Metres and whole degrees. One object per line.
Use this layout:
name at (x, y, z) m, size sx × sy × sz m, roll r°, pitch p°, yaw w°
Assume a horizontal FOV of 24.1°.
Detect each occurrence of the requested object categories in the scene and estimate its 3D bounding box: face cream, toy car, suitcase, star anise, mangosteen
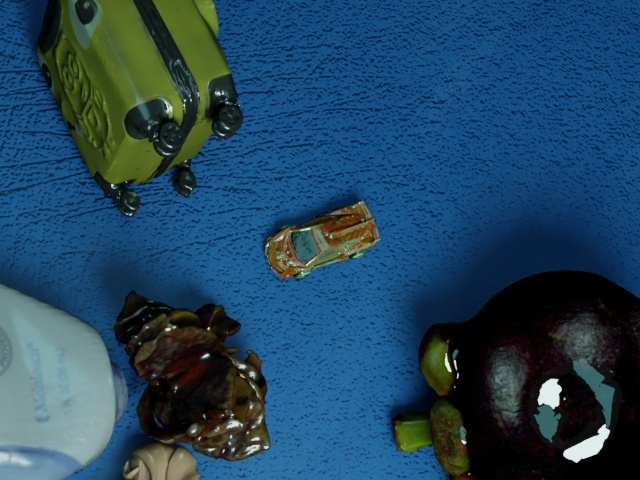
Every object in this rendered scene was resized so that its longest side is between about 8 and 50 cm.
face cream at (-0.345, 0.131, 1.328) m, size 0.420 × 0.137 × 0.234 m, roll 9°, pitch 66°, yaw -49°
toy car at (0.000, 0.000, 1.602) m, size 0.122 × 0.035 × 0.059 m, roll -19°, pitch 80°, yaw -21°
suitcase at (-0.182, -0.171, 1.533) m, size 0.143 × 0.194 × 0.234 m, roll -21°, pitch 77°, yaw -28°
star anise at (-0.131, 0.126, 1.445) m, size 0.126 × 0.220 × 0.190 m, roll -27°, pitch 68°, yaw 12°
mangosteen at (0.217, 0.173, 1.502) m, size 0.302 × 0.275 × 0.275 m, roll -12°, pitch 71°, yaw 20°

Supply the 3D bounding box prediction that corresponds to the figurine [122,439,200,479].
figurine at (-0.146, 0.261, 1.431) m, size 0.126 × 0.114 × 0.157 m, roll 23°, pitch 64°, yaw -22°
